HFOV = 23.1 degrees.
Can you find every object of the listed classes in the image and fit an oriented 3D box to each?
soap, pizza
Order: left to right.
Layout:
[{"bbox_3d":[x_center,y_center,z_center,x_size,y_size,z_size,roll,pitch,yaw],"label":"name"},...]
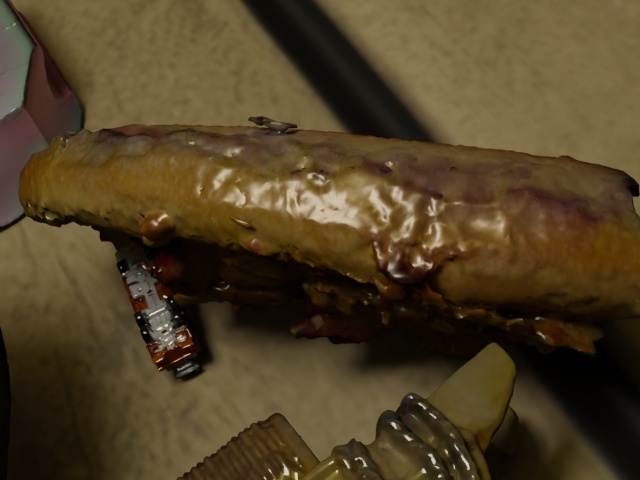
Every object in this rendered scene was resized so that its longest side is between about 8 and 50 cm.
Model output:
[{"bbox_3d":[-0.190,-0.074,0.858,0.100,0.056,0.149,-35,47,-2],"label":"soap"},{"bbox_3d":[0.000,0.000,0.665,0.305,0.161,0.085,6,85,30],"label":"pizza"}]

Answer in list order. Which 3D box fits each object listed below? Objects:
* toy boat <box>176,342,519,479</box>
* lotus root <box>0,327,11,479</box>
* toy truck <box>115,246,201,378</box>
[{"bbox_3d":[-0.045,0.149,0.589,0.310,0.089,0.115,-35,59,-5],"label":"toy boat"},{"bbox_3d":[-0.251,0.122,0.600,0.250,0.250,0.346,7,58,28],"label":"lotus root"},{"bbox_3d":[-0.077,0.028,0.742,0.024,0.032,0.083,-30,50,4],"label":"toy truck"}]
